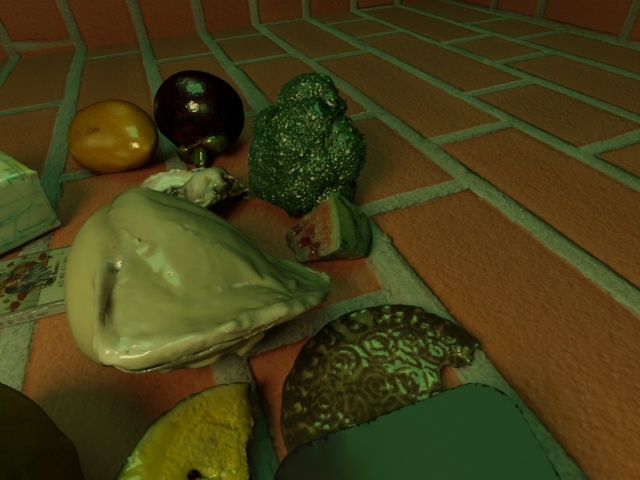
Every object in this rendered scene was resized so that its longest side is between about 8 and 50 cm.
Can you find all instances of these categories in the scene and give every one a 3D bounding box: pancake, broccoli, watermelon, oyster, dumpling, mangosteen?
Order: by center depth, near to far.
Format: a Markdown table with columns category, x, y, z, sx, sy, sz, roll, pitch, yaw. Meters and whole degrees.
| category | x | y | z | sx | sy | sz | roll | pitch | yaw |
| --- | --- | --- | --- | --- | --- | --- | --- | --- | --- |
| watermelon | -0.112 | 0.256 | 0.345 | 0.129 | 0.123 | 0.301 | -13 | 34 | -5 |
| pancake | 0.091 | 0.192 | 0.483 | 0.286 | 0.033 | 0.288 | -25 | 44 | -26 |
| dumpling | -0.140 | 0.045 | 0.512 | 0.316 | 0.232 | 0.395 | -6 | 6 | -20 |
| watermelon | 0.005 | -0.011 | 0.680 | 0.159 | 0.121 | 0.097 | -1 | 61 | 9 |
| oyster | -0.276 | -0.080 | 0.800 | 0.223 | 0.083 | 0.214 | 17 | 40 | 28 |
| broccoli | -0.012 | -0.185 | 0.814 | 0.254 | 0.269 | 0.269 | 27 | 48 | 19 |
| mangosteen | -0.294 | -0.288 | 0.978 | 0.216 | 0.216 | 0.216 | -2 | 39 | 2 |

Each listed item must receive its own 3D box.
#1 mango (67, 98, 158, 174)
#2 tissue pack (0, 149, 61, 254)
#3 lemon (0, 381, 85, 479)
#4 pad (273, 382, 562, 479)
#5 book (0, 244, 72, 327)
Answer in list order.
| category | x | y | z | sx | sy | sz | roll | pitch | yaw |
| --- | --- | --- | --- | --- | --- | --- | --- | --- | --- |
| mango | -0.479 | -0.249 | 0.971 | 0.257 | 0.138 | 0.187 | 8 | 55 | 28 |
| tissue pack | -0.730 | -0.031 | 0.713 | 0.288 | 0.162 | 0.388 | 25 | 46 | 29 |
| lemon | -0.308 | 0.245 | 0.274 | 0.316 | 0.285 | 0.285 | 3 | 34 | 42 |
| pad | 0.084 | 0.331 | 0.298 | 0.315 | 0.063 | 0.375 | -19 | 51 | 0 |
| book | -0.467 | 0.068 | 0.679 | 0.231 | 0.026 | 0.157 | -14 | 40 | -13 |
